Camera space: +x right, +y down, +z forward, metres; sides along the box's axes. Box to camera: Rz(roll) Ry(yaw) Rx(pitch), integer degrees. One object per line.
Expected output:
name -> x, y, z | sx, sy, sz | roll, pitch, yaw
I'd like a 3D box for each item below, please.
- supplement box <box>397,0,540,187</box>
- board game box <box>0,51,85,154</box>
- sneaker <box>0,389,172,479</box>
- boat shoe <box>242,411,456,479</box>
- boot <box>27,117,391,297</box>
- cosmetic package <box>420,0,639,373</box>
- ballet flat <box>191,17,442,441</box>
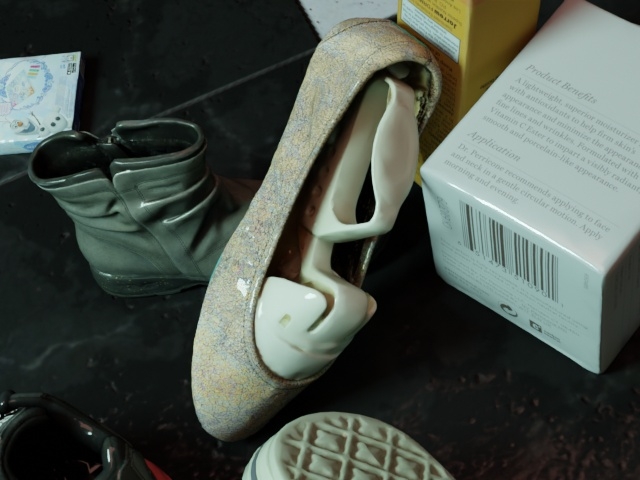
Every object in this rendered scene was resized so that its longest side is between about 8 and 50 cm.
supplement box -> 0.102, -0.131, 1.063 | 0.078, 0.233, 0.080 | -32, 55, -25
board game box -> -0.245, -0.114, 1.244 | 0.090, 0.020, 0.090 | -3, 58, 7
sneaker -> -0.233, 0.149, 0.999 | 0.276, 0.135, 0.097 | 10, 61, 11
boat shoe -> 0.104, 0.311, 0.827 | 0.187, 0.156, 0.500 | -6, 41, -41
boot -> -0.075, -0.028, 1.076 | 0.247, 0.161, 0.083 | -8, 58, 5
cosmetic package -> 0.187, -0.039, 1.044 | 0.151, 0.151, 0.183 | 33, 69, 25
ballet flat -> 0.000, 0.000, 1.008 | 0.106, 0.108, 0.316 | 22, 96, 49
